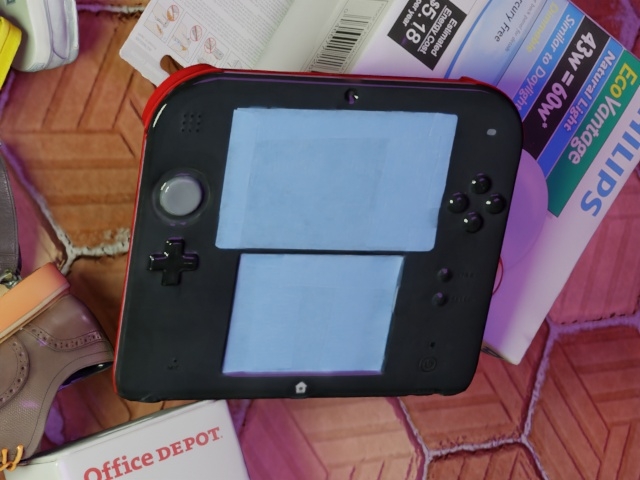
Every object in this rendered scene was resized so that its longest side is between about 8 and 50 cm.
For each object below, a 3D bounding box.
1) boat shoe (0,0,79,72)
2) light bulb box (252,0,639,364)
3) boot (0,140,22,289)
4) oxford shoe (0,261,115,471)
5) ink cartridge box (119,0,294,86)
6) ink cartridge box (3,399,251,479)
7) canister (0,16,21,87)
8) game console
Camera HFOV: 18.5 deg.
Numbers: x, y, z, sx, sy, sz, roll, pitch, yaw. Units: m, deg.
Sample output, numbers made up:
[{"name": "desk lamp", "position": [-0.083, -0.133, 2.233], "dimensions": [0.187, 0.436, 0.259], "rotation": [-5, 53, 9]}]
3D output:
[{"name": "boat shoe", "position": [-0.287, -0.283, 1.979], "dimensions": [0.081, 0.079, 0.227], "rotation": [-9, 93, -47]}, {"name": "light bulb box", "position": [0.124, -0.117, 2.107], "dimensions": [0.361, 0.225, 0.358], "rotation": [34, 83, -28]}, {"name": "boot", "position": [-0.377, 0.034, 1.857], "dimensions": [0.229, 0.091, 0.263], "rotation": [-1, 91, -45]}, {"name": "oxford shoe", "position": [-0.330, 0.172, 1.824], "dimensions": [0.133, 0.130, 0.364], "rotation": [47, 58, -2]}, {"name": "ink cartridge box", "position": [-0.118, -0.254, 2.091], "dimensions": [0.181, 0.056, 0.224], "rotation": [39, 80, -46]}, {"name": "ink cartridge box", "position": [-0.164, 0.322, 1.946], "dimensions": [0.211, 0.121, 0.289], "rotation": [-17, 91, -37]}, {"name": "canister", "position": [-0.388, -0.191, 1.886], "dimensions": [0.170, 0.073, 0.126], "rotation": [31, 66, -28]}, {"name": "game console", "position": [0.000, 0.000, 1.911], "dimensions": [0.386, 0.060, 0.342], "rotation": [1, 108, -21]}]
